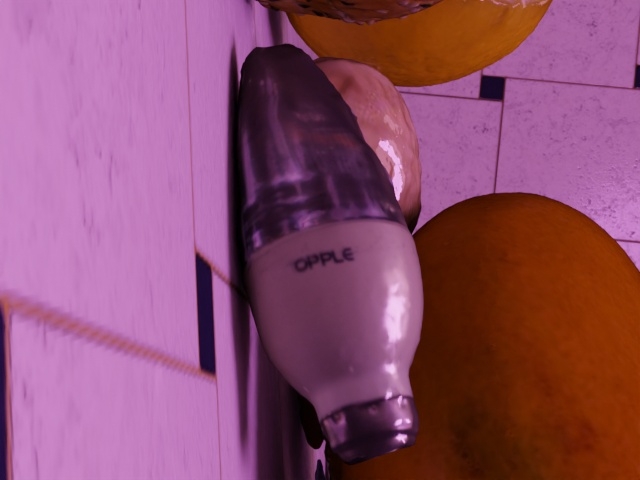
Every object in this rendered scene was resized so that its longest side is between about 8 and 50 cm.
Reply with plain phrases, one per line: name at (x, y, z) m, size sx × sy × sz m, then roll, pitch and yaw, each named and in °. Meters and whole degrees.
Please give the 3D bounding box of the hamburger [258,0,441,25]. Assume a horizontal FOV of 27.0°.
hamburger at (0.029, -0.227, 0.786) m, size 0.288 × 0.192 × 0.168 m, roll 57°, pitch 39°, yaw -84°

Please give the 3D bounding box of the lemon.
lemon at (0.065, -0.236, 1.086) m, size 0.219 × 0.240 × 0.240 m, roll -22°, pitch -115°, yaw 51°

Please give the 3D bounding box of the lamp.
lamp at (0.000, 0.000, 0.724) m, size 0.101 × 0.101 × 0.250 m, roll 78°, pitch -3°, yaw -71°

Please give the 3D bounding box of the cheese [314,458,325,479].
cheese at (0.002, 0.260, 0.835) m, size 0.245 × 0.052 × 0.135 m, roll -90°, pitch 176°, yaw -56°

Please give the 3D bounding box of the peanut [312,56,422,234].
peanut at (0.016, -0.049, 0.916) m, size 0.159 × 0.109 × 0.140 m, roll 68°, pitch 25°, yaw -74°

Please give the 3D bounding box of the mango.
mango at (0.149, 0.163, 0.831) m, size 0.300 × 0.232 × 0.446 m, roll 20°, pitch 52°, yaw -37°

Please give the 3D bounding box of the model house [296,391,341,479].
model house at (0.058, 0.139, 1.072) m, size 0.229 × 0.219 × 0.199 m, roll 45°, pitch 45°, yaw -10°
